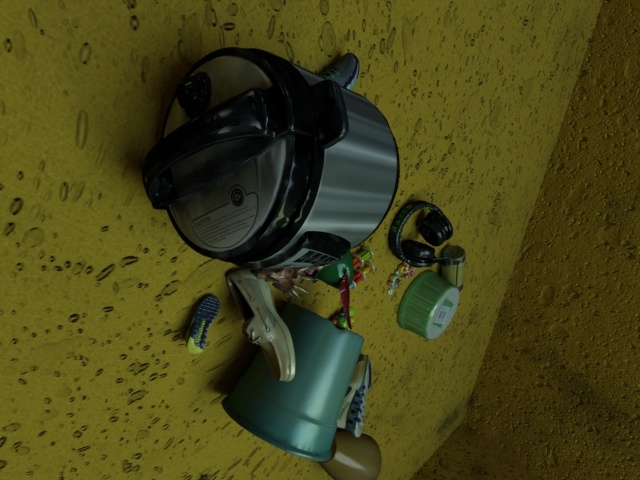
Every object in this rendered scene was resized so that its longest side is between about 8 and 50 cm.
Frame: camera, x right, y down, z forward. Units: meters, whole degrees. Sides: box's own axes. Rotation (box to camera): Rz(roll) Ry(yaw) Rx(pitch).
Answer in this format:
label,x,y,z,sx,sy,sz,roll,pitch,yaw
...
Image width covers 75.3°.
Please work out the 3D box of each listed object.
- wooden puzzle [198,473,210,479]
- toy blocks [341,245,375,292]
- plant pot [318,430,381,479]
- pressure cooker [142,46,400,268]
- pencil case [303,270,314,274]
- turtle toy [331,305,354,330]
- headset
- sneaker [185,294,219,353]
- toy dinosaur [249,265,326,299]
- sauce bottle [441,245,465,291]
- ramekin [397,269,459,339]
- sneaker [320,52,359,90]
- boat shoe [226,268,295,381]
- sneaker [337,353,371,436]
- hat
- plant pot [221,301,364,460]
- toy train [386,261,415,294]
label,x,y,z,sx,sy,sz,roll,pitch,yaw
wooden puzzle,-0.376,0.767,1.296,0.083,0.006,0.049,-56,142,-8
toy blocks,0.118,0.105,1.420,0.148,0.054,0.123,-37,136,-28
plant pot,0.096,0.914,1.763,0.254,0.237,0.237,43,78,-37
pressure cooker,-0.099,-0.140,0.773,0.420,0.375,0.370,-1,124,-53
pencil case,0.000,0.000,1.197,0.209,0.095,0.098,-51,140,-18
turtle toy,0.080,0.289,1.476,0.130,0.066,0.095,-39,160,-30
headset,0.401,-0.002,1.646,0.394,0.185,0.243,38,86,-36
sneaker,-0.294,0.202,1.020,0.053,0.059,0.144,27,74,-21
toy dinosaur,-0.028,0.039,1.016,0.295,0.200,0.127,-26,115,-13
sauce bottle,0.637,0.180,2.008,0.111,0.111,0.344,-37,137,-28
ramekin,0.501,0.301,1.892,0.303,0.148,0.303,-26,130,-37
sneaker,0.011,-0.369,0.998,0.098,0.083,0.224,30,89,-47
boat shoe,-0.152,0.213,1.037,0.098,0.302,0.109,-13,166,-36
sneaker,0.092,0.588,1.628,0.127,0.182,0.316,75,26,-43
hat,0.093,0.121,1.254,0.208,0.183,0.173,-52,169,1
plant pot,-0.053,0.380,1.199,0.341,0.341,0.334,41,72,-51
toy train,0.341,0.154,1.707,0.166,0.046,0.125,-42,137,-24
